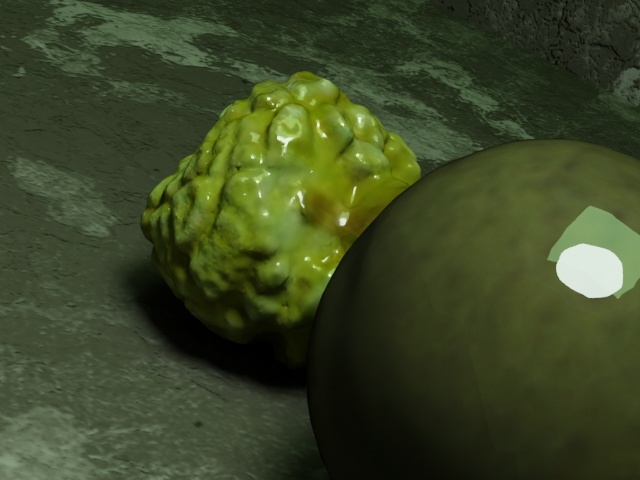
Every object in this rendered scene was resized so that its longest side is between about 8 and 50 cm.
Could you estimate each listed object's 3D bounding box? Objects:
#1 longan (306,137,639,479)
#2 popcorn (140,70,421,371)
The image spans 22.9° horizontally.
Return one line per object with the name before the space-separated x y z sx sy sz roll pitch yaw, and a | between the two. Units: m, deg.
longan | 0.151 0.091 0.970 0.319 0.319 0.319 19 20 -7
popcorn | 0.000 0.000 1.206 0.251 0.206 0.237 36 1 -10
